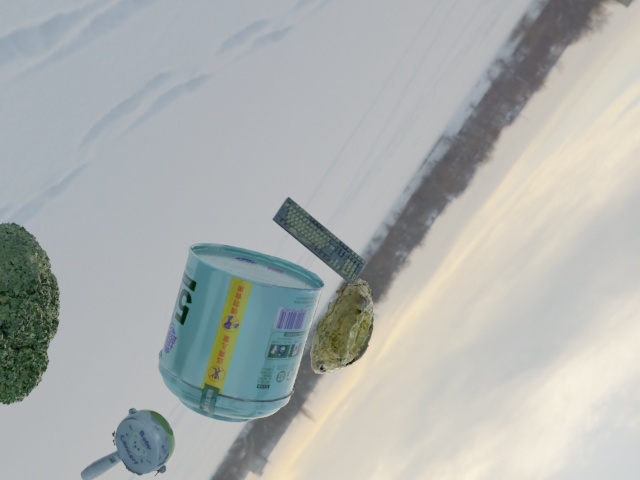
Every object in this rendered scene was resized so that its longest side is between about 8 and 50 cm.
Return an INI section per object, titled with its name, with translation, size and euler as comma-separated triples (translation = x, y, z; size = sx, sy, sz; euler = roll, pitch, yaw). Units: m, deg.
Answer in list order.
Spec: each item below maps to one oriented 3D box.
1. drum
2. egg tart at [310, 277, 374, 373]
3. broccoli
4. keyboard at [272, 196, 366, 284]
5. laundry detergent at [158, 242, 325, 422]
[drum]
translation = -0.380, 0.386, 1.382
size = 0.253, 0.130, 0.049
euler = -16, -178, 31
[egg tart]
translation = 0.071, 0.232, 1.898
size = 0.279, 0.095, 0.278
euler = -48, 151, -38
[broccoli]
translation = -0.646, 0.112, 1.356
size = 0.310, 0.413, 0.321
euler = -25, 170, -21
[keyboard]
translation = -0.001, 0.001, 1.227
size = 0.014, 0.176, 0.055
euler = -33, -160, 54
[laundry detergent]
translation = -0.167, 0.191, 1.488
size = 0.287, 0.287, 0.305
euler = -36, 144, -80
